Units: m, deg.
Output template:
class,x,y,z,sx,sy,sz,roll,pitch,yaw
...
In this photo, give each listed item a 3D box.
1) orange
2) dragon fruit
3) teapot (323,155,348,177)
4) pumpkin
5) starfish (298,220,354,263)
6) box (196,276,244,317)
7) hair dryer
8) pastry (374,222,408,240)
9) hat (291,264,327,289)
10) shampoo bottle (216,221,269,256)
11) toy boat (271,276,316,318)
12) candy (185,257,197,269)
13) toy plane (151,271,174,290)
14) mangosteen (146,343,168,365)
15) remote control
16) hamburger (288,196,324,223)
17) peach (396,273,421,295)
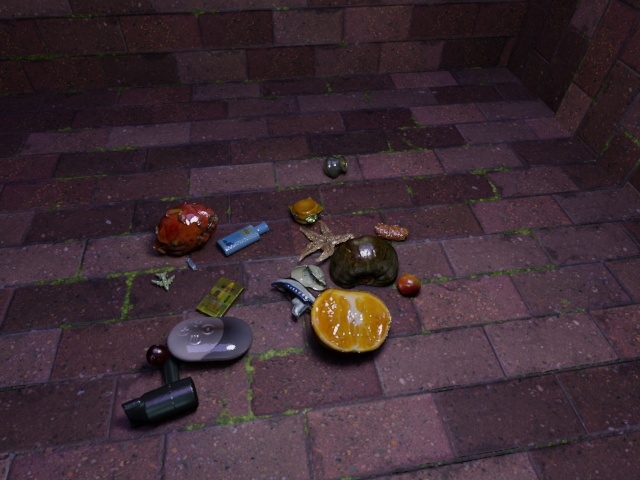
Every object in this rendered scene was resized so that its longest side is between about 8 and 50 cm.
class,x,y,z,sx,sy,sz,roll,pitch,yaw
orange,0.104,0.321,1.704,0.310,0.274,0.274,19,28,-49
dragon fruit,-0.639,-0.055,2.027,0.250,0.315,0.250,35,20,-15
teapot,0.096,-0.431,2.467,0.119,0.130,0.166,-10,9,29
pumpkin,0.207,0.068,1.952,0.325,0.232,0.242,-3,45,-9
starfish,0.001,0.003,2.114,0.299,0.060,0.302,-21,38,-12
box,-0.439,0.256,1.889,0.121,0.030,0.193,22,51,16
hair dryer,-0.604,0.530,1.602,0.244,0.116,0.302,-15,39,-15
pastry,0.355,-0.036,2.162,0.170,0.063,0.087,11,39,15
hat,-0.052,0.173,1.961,0.166,0.081,0.122,-9,87,9
shampoo bottle,-0.376,-0.016,2.116,0.258,0.061,0.104,-29,56,-26
toy boat,-0.110,0.251,1.849,0.115,0.114,0.262,-37,58,-24
candy,-0.610,0.113,2.018,0.030,0.020,0.083,-26,55,-23
toy plane,-0.707,0.184,1.939,0.102,0.040,0.111,-15,47,-28
mangosteen,-0.614,0.428,1.612,0.081,0.081,0.081,1,48,-1
remote control,-0.436,0.389,1.705,0.332,0.103,0.221,1,34,-10
hamburger,-0.072,-0.143,2.210,0.164,0.093,0.189,-18,38,-14
peach,0.397,0.199,1.920,0.101,0.100,0.100,1,48,-1
